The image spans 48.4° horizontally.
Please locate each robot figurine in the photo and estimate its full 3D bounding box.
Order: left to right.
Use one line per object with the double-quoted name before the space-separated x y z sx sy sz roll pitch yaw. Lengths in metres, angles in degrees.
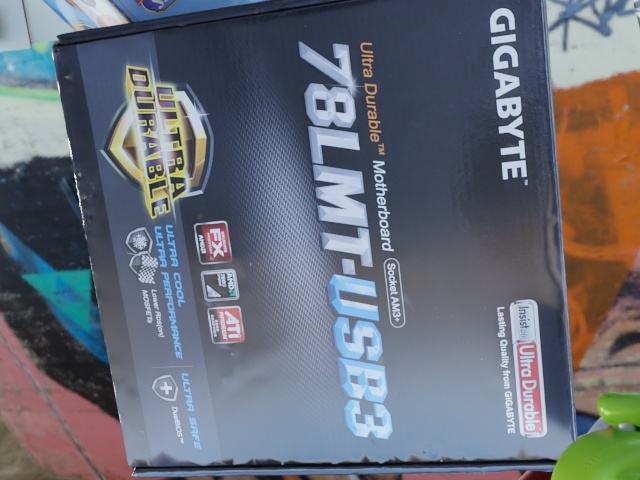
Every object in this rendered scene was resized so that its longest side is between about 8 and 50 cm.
"robot figurine" 0.140 0.119 0.315 0.067 0.101 0.115 0 169 6

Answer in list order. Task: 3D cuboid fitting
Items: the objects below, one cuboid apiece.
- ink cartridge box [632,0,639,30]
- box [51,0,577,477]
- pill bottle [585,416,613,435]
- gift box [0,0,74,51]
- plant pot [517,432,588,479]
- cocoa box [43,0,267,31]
"ink cartridge box" 0.215 -0.091 0.250 0.100 0.237 0.172 -31 -162 -23
"box" 0.000 0.000 0.454 0.293 0.296 0.073 -4 -170 13
"pill bottle" 0.255 0.182 0.390 0.124 0.124 0.221 -31 -157 -18
"gift box" -0.347 -0.385 0.896 0.258 0.276 0.255 -13 -124 -21
"plant pot" 0.409 0.428 0.905 0.272 0.265 0.272 -34 -172 6
"cocoa box" -0.091 -0.318 0.589 0.347 0.228 0.231 -51 -141 -8
